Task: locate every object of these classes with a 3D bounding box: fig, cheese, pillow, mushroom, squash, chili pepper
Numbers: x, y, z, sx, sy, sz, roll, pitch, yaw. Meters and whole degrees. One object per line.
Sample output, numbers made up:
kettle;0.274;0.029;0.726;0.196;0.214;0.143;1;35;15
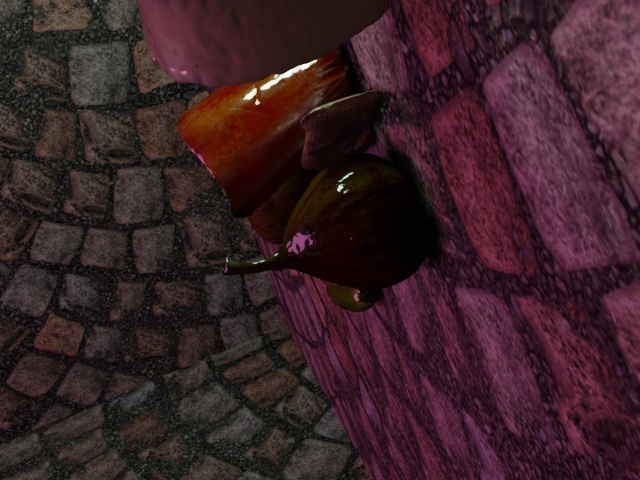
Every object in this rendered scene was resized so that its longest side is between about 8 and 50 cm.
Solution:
fig;0.000;0.000;1.305;0.217;0.320;0.217;157;90;-86
cheese;-0.083;-0.335;0.982;0.292;0.332;0.153;45;158;36
pillow;0.032;-0.171;1.318;0.211;0.135;0.034;91;156;-72
mushroom;-0.081;-0.149;1.794;0.263;0.195;0.283;5;-118;-61
squash;0.070;0.120;1.902;0.292;0.082;0.082;-168;57;-78
chili pepper;-0.070;-0.203;1.458;0.229;0.305;0.251;60;-178;4

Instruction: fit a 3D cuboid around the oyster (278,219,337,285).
oyster;0.037;0.022;1.724;0.221;0.096;0.361;27;165;11
